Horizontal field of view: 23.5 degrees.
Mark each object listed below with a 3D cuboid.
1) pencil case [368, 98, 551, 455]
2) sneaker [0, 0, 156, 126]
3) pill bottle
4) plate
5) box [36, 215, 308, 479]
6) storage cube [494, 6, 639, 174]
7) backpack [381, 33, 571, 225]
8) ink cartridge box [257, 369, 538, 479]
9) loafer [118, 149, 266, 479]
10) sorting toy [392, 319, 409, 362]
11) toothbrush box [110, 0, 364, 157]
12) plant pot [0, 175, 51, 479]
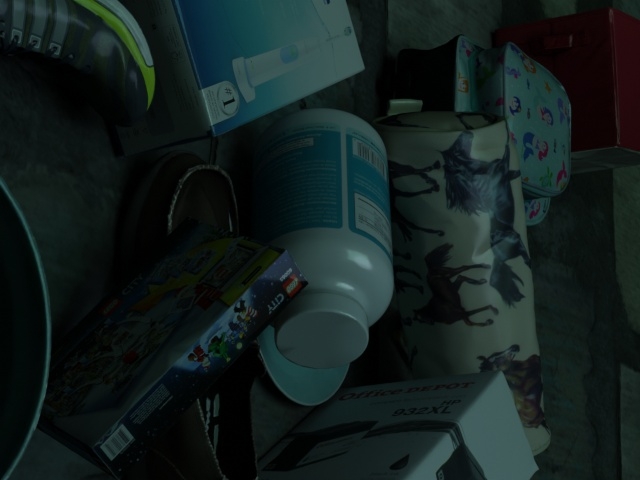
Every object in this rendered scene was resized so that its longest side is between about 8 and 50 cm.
[{"bbox_3d":[0.153,0.043,1.738,0.160,0.183,0.410,-15,103,-29],"label":"pencil case"},{"bbox_3d":[-0.263,-0.193,1.339,0.300,0.111,0.121,46,58,-33],"label":"sneaker"},{"bbox_3d":[0.000,0.000,1.567,0.146,0.146,0.264,49,29,-39],"label":"pill bottle"},{"bbox_3d":[-0.024,0.087,1.678,0.188,0.024,0.188,18,68,-54],"label":"plate"},{"bbox_3d":[-0.141,0.085,1.315,0.233,0.159,0.044,-46,123,-19],"label":"box"},{"bbox_3d":[0.369,-0.204,2.170,0.215,0.183,0.193,6,80,-56],"label":"storage cube"},{"bbox_3d":[0.209,-0.126,1.932,0.253,0.191,0.225,29,59,-55],"label":"backpack"},{"bbox_3d":[0.052,0.262,1.573,0.307,0.223,0.129,-37,112,-52],"label":"ink cartridge box"},{"bbox_3d":[-0.102,0.091,1.468,0.134,0.130,0.366,9,75,-54],"label":"loafer"},{"bbox_3d":[0.125,0.107,1.878,0.083,0.045,0.075,59,31,-25],"label":"sorting toy"},{"bbox_3d":[-0.100,-0.230,1.543,0.295,0.126,0.216,-32,109,-53],"label":"toothbrush box"},{"bbox_3d":[-0.357,0.064,1.047,0.293,0.196,0.293,18,68,-53],"label":"plant pot"}]
